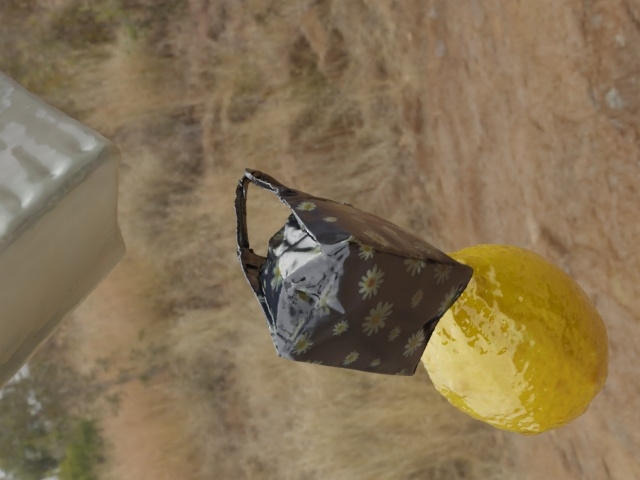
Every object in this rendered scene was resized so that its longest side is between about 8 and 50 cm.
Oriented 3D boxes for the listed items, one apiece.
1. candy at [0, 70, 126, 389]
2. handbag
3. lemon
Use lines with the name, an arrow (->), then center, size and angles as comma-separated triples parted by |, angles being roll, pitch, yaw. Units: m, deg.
candy -> -0.295, 0.040, 0.630 | 0.208, 0.358, 0.145 | 30, 149, 14
handbag -> 0.000, 0.000, 0.579 | 0.072, 0.115, 0.139 | -56, 49, 19
lemon -> 0.118, 0.061, 0.686 | 0.155, 0.114, 0.114 | 40, -178, -24
